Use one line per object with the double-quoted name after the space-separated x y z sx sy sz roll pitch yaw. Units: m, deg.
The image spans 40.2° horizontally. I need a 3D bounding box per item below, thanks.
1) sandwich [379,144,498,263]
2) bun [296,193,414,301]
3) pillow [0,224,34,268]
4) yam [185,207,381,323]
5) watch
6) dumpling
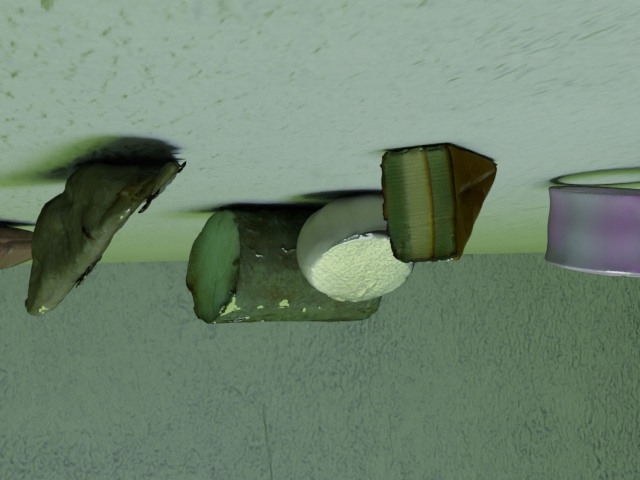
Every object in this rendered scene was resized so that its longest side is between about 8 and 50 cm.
0.131 -0.032 0.918 0.079 0.113 0.163 -4 176 27 "sandwich"
0.049 -0.003 1.248 0.173 0.120 0.173 -8 143 -6 "bun"
-0.591 0.014 1.443 0.236 0.084 0.223 -6 174 14 "pillow"
-0.045 0.039 1.388 0.300 0.195 0.195 1 175 -30 "yam"
0.394 0.000 1.125 0.218 0.210 0.248 6 -171 32 "watch"
-0.226 -0.034 0.895 0.086 0.166 0.332 42 142 -15 "dumpling"
